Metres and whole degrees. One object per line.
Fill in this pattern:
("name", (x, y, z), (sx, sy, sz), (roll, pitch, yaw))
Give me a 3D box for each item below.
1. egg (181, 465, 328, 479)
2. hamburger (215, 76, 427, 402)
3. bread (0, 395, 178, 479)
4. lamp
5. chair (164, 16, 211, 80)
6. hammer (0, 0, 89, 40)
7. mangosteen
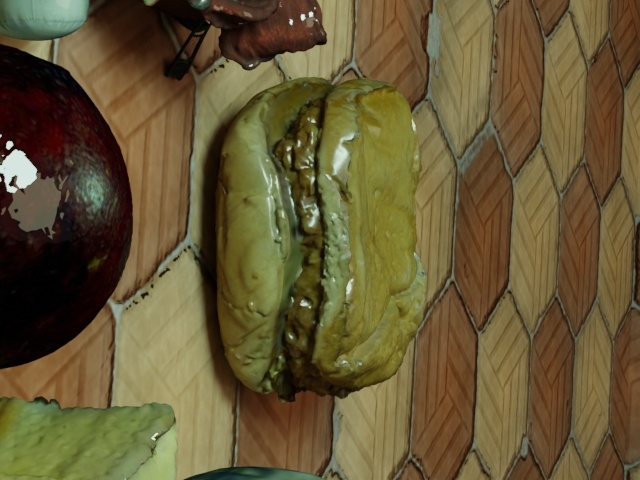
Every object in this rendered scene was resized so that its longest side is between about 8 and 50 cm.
("egg", (-0.059, 0.338, 1.208), (0.428, 0.345, 0.345), (-76, 155, -44))
("hamburger", (0.000, -0.001, 1.574), (0.259, 0.145, 0.283), (-13, 99, -70))
("bread", (-0.217, 0.141, 0.952), (0.178, 0.240, 0.135), (23, 71, -66))
("lamp", (-0.087, -0.238, 1.353), (0.223, 0.151, 0.215), (65, 20, -56))
("chair", (-0.108, -0.175, 1.448), (0.086, 0.042, 0.037), (-57, 168, 22))
("hammer", (-0.219, -0.184, 1.152), (0.194, 0.069, 0.116), (-15, 106, -61))
("mangosteen", (-0.206, -0.004, 0.991), (0.216, 0.216, 0.216), (2, 90, -67))
